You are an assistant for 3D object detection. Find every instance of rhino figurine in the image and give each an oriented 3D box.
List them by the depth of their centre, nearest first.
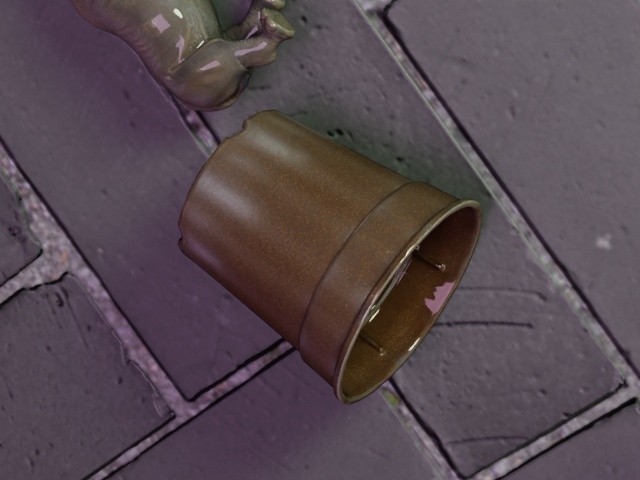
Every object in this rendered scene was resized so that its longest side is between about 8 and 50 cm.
[{"bbox_3d":[-0.131,-0.191,1.265,0.243,0.073,0.106,42,114,8],"label":"rhino figurine"}]

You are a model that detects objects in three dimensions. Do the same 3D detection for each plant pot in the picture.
[{"bbox_3d":[0.000,0.000,1.226,0.165,0.167,0.167,35,116,18],"label":"plant pot"}]
